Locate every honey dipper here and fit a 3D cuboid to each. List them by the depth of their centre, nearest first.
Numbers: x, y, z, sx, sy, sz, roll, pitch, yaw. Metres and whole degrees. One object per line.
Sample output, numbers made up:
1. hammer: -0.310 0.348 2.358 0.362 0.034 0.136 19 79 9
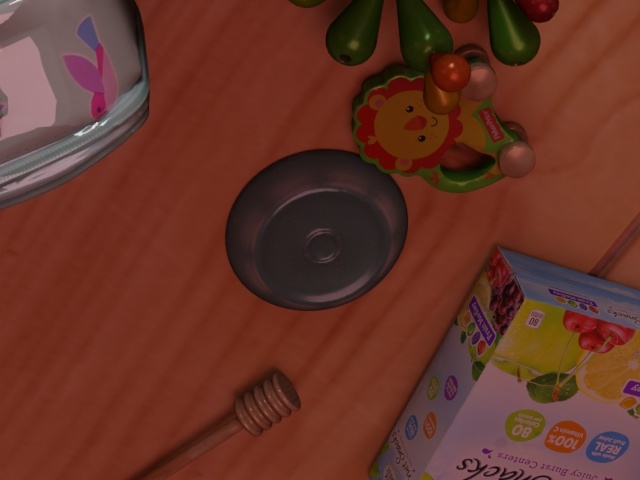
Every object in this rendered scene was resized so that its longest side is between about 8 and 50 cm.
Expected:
1. honey dipper: -0.086 0.143 0.912 0.161 0.030 0.030 -33 122 13

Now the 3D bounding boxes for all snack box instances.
1. snack box: 0.157 0.125 0.926 0.175 0.070 0.207 15 118 -21

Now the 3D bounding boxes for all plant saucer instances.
1. plant saucer: 0.000 0.000 0.845 0.119 0.021 0.119 -5 121 -9

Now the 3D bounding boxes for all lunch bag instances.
1. lunch bag: -0.223 -0.071 0.635 0.279 0.224 0.107 -22 122 0

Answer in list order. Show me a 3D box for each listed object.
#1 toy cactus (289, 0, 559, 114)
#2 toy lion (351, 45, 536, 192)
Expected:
1. toy cactus: 0.049 -0.176 0.715 0.219 0.112 0.180 26 102 -15
2. toy lion: 0.071 -0.068 0.817 0.096 0.034 0.100 -26 123 12
